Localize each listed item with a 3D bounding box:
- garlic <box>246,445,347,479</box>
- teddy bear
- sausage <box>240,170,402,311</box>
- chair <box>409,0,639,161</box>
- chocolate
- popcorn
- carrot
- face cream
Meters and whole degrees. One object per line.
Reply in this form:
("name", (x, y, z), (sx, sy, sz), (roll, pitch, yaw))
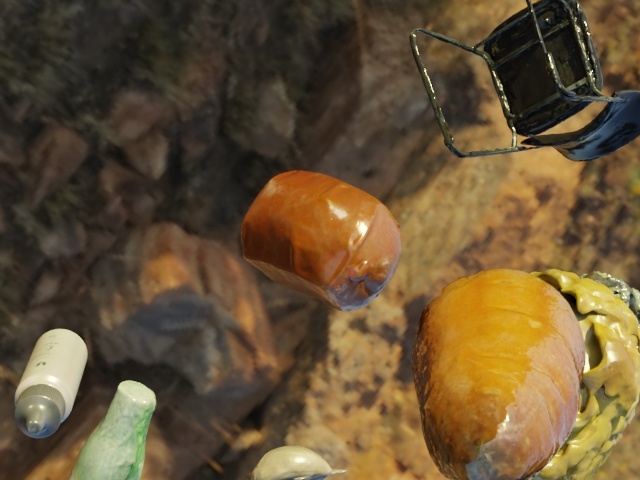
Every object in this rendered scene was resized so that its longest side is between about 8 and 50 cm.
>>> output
("garlic", (-0.044, 0.351, 2.038), (0.152, 0.066, 0.084), (-18, 163, 7))
("teddy bear", (0.340, 0.086, 1.676), (0.213, 0.111, 0.133), (1, 148, -26))
("sausage", (0.001, -0.001, 1.673), (0.153, 0.268, 0.141), (37, 82, -30))
("chair", (0.223, -0.164, 1.310), (0.221, 0.145, 0.140), (4, 155, -46))
("chocolate", (-0.292, 0.327, 1.770), (0.110, 0.110, 0.291), (-6, 121, -60))
("popcorn", (0.230, 0.147, 1.397), (0.250, 0.250, 0.190), (-50, 122, -10))
("carrot", (0.140, 0.130, 1.096), (0.159, 0.159, 0.225), (-62, 177, 19))
("face cream", (-0.424, 0.230, 2.056), (0.092, 0.092, 0.311), (-59, -168, 12))
